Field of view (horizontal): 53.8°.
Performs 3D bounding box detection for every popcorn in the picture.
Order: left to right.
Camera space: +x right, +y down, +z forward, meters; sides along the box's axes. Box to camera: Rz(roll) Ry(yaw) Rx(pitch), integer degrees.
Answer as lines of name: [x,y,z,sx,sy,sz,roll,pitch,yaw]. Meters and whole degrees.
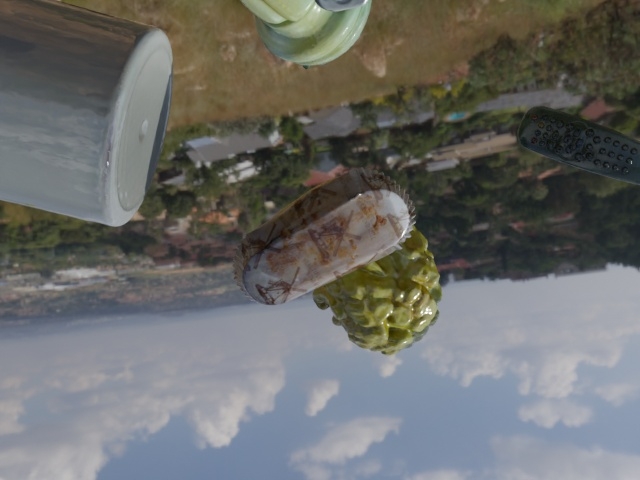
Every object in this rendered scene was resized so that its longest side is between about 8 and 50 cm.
popcorn: [0.077,0.061,0.975,0.181,0.235,0.216,-36,170,-16]

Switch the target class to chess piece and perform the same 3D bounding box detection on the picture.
chess piece: [-0.076,-0.328,0.744,0.176,0.175,0.298,-10,169,33]

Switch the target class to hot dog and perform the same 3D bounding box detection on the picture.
hot dog: [0.000,0.000,0.807,0.253,0.131,0.069,-30,-162,6]

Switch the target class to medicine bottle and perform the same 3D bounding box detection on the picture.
medicine bottle: [-0.311,-0.152,0.720,0.232,0.237,0.238,15,173,-4]

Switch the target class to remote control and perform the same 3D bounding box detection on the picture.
remote control: [0.415,-0.143,0.968,0.222,0.072,0.042,24,-163,15]

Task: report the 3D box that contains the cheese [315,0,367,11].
cheese: [-0.005,-0.284,0.444,0.127,0.234,0.049,-8,-155,2]
